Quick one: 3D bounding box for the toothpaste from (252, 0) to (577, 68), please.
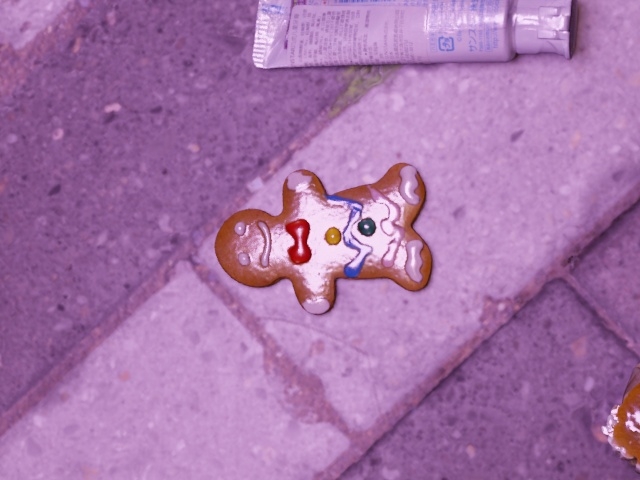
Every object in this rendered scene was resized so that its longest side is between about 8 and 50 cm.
[{"bbox_3d":[0.084,-0.207,1.288,0.299,0.073,0.114,5,88,16],"label":"toothpaste"}]

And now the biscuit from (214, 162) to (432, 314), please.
[{"bbox_3d":[0.000,0.000,1.303,0.205,0.031,0.138,-5,86,10],"label":"biscuit"}]

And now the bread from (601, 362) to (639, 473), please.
[{"bbox_3d":[0.371,0.160,1.197,0.210,0.110,0.192,41,92,9],"label":"bread"}]
